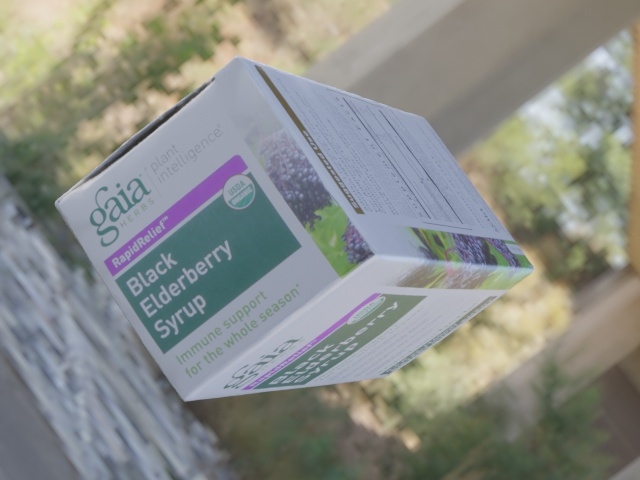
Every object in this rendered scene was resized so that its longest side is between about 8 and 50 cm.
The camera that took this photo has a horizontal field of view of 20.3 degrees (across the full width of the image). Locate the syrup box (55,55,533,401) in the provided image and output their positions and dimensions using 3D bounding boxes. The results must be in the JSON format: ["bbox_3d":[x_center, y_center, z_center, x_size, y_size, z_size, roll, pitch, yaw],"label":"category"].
[{"bbox_3d":[0.000,0.000,0.740,0.096,0.093,0.237,55,15,13],"label":"syrup box"}]
